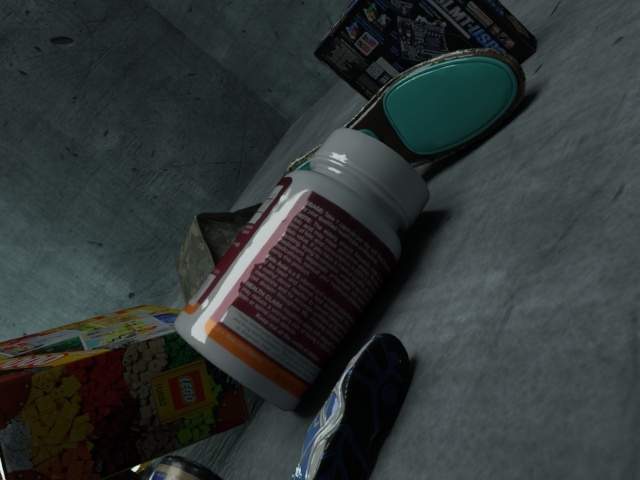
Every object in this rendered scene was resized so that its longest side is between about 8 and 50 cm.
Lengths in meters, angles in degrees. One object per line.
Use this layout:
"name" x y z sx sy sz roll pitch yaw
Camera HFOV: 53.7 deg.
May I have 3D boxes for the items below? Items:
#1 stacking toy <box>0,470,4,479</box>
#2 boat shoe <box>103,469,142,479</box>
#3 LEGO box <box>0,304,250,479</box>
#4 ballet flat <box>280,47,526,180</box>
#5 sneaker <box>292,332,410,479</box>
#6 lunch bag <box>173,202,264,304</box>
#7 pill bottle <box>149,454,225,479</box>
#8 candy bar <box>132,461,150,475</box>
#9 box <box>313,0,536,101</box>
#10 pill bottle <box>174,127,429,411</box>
"stacking toy" -0.582 0.631 1.358 0.309 0.130 0.279 17 95 38
"boat shoe" -0.420 0.529 1.187 0.130 0.132 0.355 -54 14 -2
"LEGO box" -0.414 0.264 1.173 0.373 0.193 0.500 -14 4 -31
"ballet flat" 0.138 -0.194 1.136 0.483 0.164 0.182 -29 6 28
"sneaker" 0.030 0.194 0.713 0.211 0.080 0.081 -57 18 -26
"lunch bag" -0.154 0.107 1.200 0.169 0.286 0.235 -11 -17 -27
"pill bottle" -0.213 0.412 0.840 0.123 0.123 0.219 -32 23 53
"candy bar" -0.431 0.538 1.431 0.161 0.018 0.040 -45 12 27
"box" 0.188 -0.365 1.183 0.293 0.296 0.073 -41 19 39
"pill bottle" -0.018 0.037 0.966 0.392 0.224 0.224 -54 14 -10
